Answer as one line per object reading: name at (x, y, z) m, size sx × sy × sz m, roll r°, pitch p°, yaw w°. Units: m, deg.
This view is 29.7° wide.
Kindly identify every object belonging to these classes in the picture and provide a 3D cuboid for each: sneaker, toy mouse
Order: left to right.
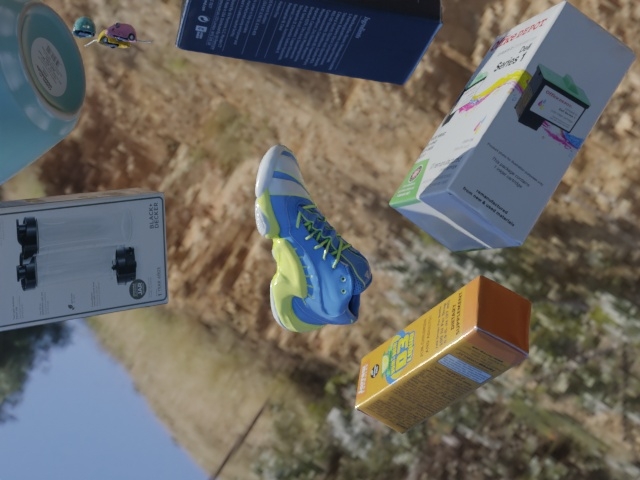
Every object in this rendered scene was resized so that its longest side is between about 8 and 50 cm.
toy mouse at (-0.379, -0.370, 2.120) m, size 0.161 × 0.031 × 0.143 m, roll 7°, pitch 175°, yaw 21°
sneaker at (0.000, 0.000, 1.405) m, size 0.126 × 0.240 × 0.091 m, roll 4°, pitch -147°, yaw 19°

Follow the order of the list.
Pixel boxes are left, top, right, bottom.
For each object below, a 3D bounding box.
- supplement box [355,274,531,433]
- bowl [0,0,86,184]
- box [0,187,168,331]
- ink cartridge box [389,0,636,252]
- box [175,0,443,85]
supplement box at (0.134, 0.132, 1.354) m, size 0.080 × 0.233 × 0.078 m, roll 26°, pitch -132°, yaw -19°
bowl at (-0.462, -0.248, 1.784) m, size 0.311 × 0.163 × 0.312 m, roll -14°, pitch -90°, yaw -71°
box at (-0.360, 0.022, 1.671) m, size 0.290 × 0.169 × 0.087 m, roll -10°, pitch -166°, yaw -35°
ink cartridge box at (0.229, -0.132, 1.462) m, size 0.117 × 0.278 × 0.201 m, roll 36°, pitch 168°, yaw -11°
box at (-0.017, -0.454, 1.958) m, size 0.395 × 0.294 × 0.212 m, roll 8°, pitch 156°, yaw -11°
